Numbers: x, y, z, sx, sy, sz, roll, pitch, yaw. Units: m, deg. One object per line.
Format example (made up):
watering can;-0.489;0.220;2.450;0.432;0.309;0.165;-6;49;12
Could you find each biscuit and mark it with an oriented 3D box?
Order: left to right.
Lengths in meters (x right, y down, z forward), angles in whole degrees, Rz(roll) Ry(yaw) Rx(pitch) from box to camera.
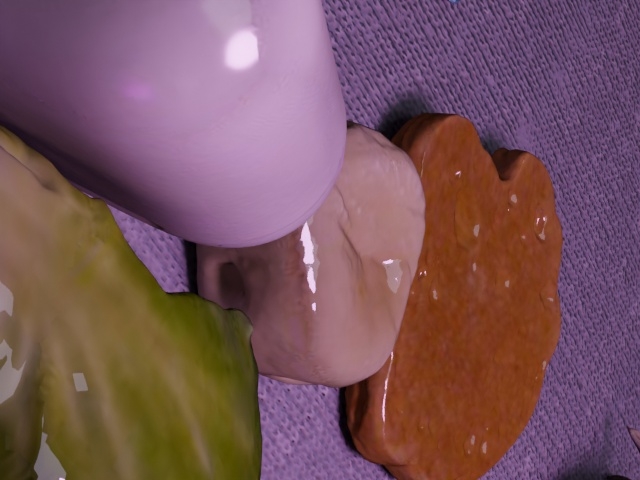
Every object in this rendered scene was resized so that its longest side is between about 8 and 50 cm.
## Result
biscuit;0.130;0.055;1.329;0.312;0.057;0.351;-10;103;-51

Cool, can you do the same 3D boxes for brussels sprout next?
brussels sprout;-0.182;0.097;0.764;0.371;0.276;0.315;51;51;-49

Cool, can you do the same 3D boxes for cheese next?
cheese;0.000;0.000;1.114;0.218;0.117;0.235;-47;132;-40

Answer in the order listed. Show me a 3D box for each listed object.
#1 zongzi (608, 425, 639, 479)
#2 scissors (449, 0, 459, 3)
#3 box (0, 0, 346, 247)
zongzi;0.234;0.351;1.361;0.467;0.218;0.500;46;59;-44
scissors;0.111;-0.275;1.303;0.058;0.014;0.119;-56;131;-27
box;-0.126;-0.115;0.736;0.141;0.288;0.349;-63;171;-8
